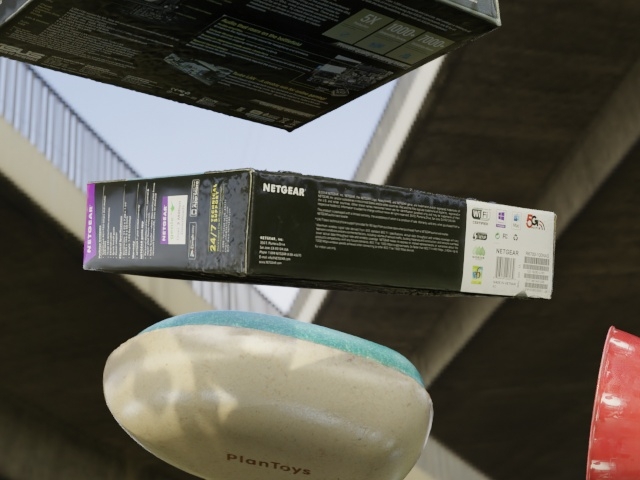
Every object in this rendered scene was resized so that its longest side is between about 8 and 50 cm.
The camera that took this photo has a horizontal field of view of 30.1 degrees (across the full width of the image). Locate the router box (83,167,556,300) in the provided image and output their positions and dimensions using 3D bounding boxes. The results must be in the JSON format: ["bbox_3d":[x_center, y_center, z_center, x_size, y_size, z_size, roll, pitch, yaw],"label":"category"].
[{"bbox_3d":[0.000,0.000,0.551,0.179,0.046,0.133,6,-4,-39],"label":"router box"}]

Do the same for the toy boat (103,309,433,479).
[{"bbox_3d":[-0.052,0.154,1.022,0.268,0.148,0.318,14,-37,-3],"label":"toy boat"}]

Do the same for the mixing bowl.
[{"bbox_3d":[0.327,0.181,1.186,0.098,0.181,0.181,7,-21,19],"label":"mixing bowl"}]

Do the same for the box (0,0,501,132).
[{"bbox_3d":[-0.038,-0.122,0.519,0.180,0.077,0.147,10,-22,-40],"label":"box"}]
